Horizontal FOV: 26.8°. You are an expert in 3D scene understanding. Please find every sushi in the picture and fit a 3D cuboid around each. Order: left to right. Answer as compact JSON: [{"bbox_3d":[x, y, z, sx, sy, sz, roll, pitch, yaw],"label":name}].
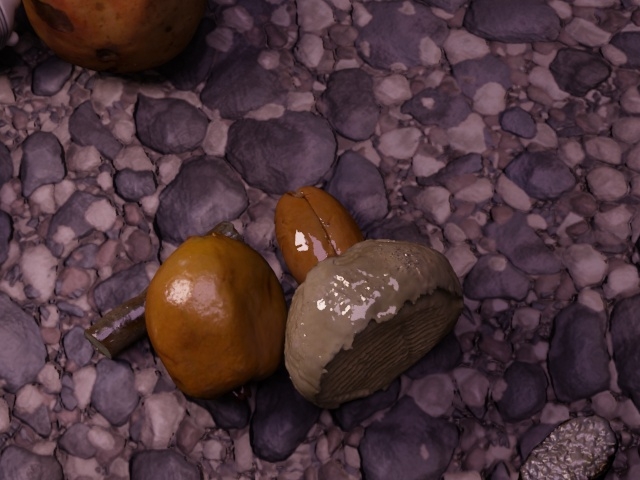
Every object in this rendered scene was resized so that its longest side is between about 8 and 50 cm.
[{"bbox_3d":[0.311,0.286,1.695,0.090,0.078,0.150,37,72,24],"label":"sushi"}]

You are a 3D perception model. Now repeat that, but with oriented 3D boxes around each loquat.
[{"bbox_3d":[-0.136,0.105,1.738,0.187,0.176,0.234,-20,101,-36],"label":"loquat"}]

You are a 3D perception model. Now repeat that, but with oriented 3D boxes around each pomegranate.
[{"bbox_3d":[-0.294,-0.377,1.927,0.281,0.281,0.281,-1,65,2],"label":"pomegranate"}]

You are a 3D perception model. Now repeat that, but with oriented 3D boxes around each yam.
[{"bbox_3d":[-0.207,0.069,1.829,0.253,0.061,0.061,-39,69,-14],"label":"yam"}]

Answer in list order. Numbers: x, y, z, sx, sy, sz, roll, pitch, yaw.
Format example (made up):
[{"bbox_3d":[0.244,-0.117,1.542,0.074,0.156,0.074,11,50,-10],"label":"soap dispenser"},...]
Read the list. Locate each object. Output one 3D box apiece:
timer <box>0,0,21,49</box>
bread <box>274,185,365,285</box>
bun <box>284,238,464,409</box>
[{"bbox_3d":[-0.550,-0.402,1.932,0.291,0.291,0.315,-31,88,-11],"label":"timer"},{"bbox_3d":[0.000,0.000,1.846,0.114,0.077,0.189,-26,69,-5],"label":"bread"},{"bbox_3d":[0.054,0.088,1.712,0.259,0.259,0.152,-31,63,-11],"label":"bun"}]
